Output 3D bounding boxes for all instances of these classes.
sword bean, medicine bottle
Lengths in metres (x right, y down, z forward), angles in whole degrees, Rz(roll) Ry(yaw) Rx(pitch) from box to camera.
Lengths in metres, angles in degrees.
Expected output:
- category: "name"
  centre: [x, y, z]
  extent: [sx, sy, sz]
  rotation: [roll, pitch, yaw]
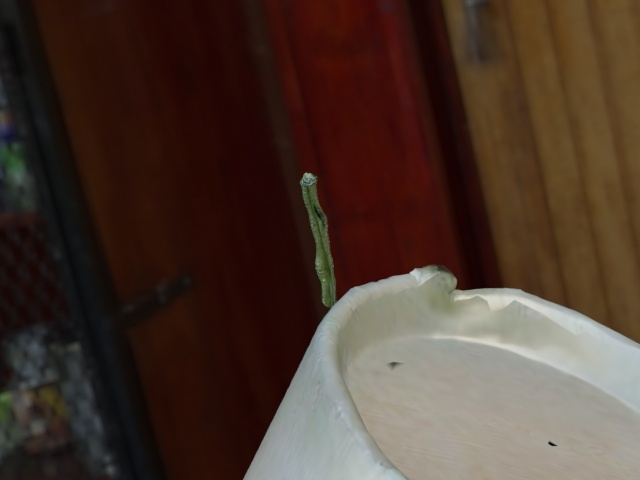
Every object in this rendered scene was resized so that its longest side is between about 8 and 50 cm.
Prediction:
- category: "sword bean"
  centre: [0.000, 0.000, 1.033]
  extent: [0.012, 0.083, 0.012]
  rotation: [-8, 29, 4]
- category: "medicine bottle"
  centre: [0.027, 0.242, 0.819]
  extent: [0.236, 0.406, 0.236]
  rotation: [20, 25, -10]
